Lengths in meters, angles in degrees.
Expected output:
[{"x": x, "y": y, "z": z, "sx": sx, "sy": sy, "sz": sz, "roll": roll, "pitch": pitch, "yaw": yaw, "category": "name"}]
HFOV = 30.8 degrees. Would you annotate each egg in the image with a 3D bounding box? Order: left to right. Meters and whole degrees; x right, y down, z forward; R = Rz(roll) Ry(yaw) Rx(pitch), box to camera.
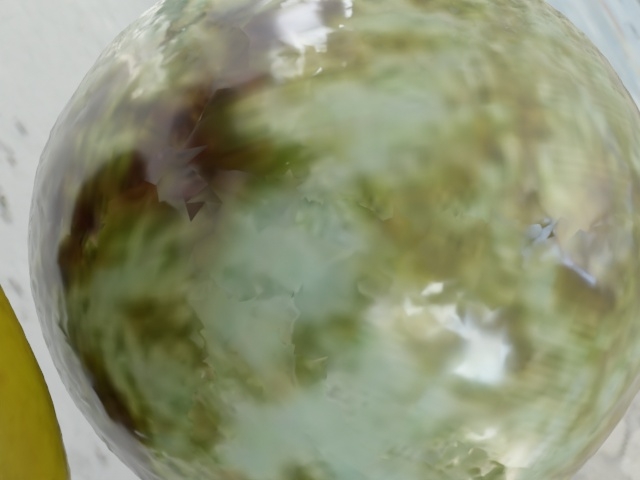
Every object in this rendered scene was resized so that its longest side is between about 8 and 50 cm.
[{"x": 0.000, "y": 0.000, "z": 0.475, "sx": 0.289, "sy": 0.238, "sz": 0.238, "roll": 16, "pitch": -32, "yaw": 54, "category": "egg"}]

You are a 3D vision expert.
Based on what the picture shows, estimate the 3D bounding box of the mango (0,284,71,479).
[{"x": -0.278, "y": 0.039, "z": 0.361, "sx": 0.445, "sy": 0.301, "sz": 0.220, "roll": 36, "pitch": -1, "yaw": -1, "category": "mango"}]
